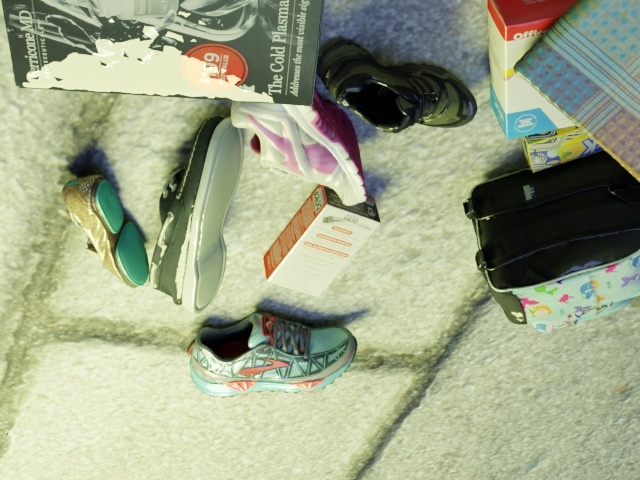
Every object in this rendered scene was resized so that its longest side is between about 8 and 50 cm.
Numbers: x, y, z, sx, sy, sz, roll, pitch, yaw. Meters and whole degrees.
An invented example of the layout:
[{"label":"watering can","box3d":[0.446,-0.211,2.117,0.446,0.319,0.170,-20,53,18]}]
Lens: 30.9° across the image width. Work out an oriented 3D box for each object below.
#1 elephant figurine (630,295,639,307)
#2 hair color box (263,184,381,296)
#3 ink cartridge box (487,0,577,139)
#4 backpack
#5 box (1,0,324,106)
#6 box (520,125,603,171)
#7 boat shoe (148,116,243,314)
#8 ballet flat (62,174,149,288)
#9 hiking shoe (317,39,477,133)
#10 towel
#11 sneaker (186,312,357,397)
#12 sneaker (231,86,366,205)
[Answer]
[{"label":"elephant figurine","box3d":[0.528,0.043,1.750,0.186,0.169,0.239,15,179,16]},{"label":"hair color box","box3d":[0.000,0.000,1.642,0.093,0.053,0.167,18,130,-28]},{"label":"ink cartridge box","box3d":[0.282,-0.246,1.437,0.134,0.078,0.231,-13,137,-1]},{"label":"backpack","box3d":[0.353,-0.005,1.593,0.254,0.225,0.191,-22,138,18]},{"label":"box","box3d":[-0.147,-0.315,1.122,0.313,0.178,0.343,4,141,-3]},{"label":"box","box3d":[0.358,-0.153,1.573,0.169,0.054,0.059,-18,137,4]},{"label":"boat shoe","box3d":[-0.172,-0.037,1.522,0.091,0.114,0.302,24,122,16]},{"label":"ballet flat","box3d":[-0.290,-0.014,1.555,0.067,0.073,0.206,6,138,20]},{"label":"hiking shoe","box3d":[0.102,-0.167,1.446,0.227,0.114,0.086,12,132,-25]},{"label":"towel","box3d":[0.447,-0.248,1.346,0.271,0.040,0.370,38,116,-15]},{"label":"sneaker","box3d":[-0.072,0.167,1.763,0.262,0.104,0.125,-10,135,-5]},{"label":"sneaker","box3d":[-0.026,-0.129,1.475,0.111,0.103,0.252,-25,130,18]}]
